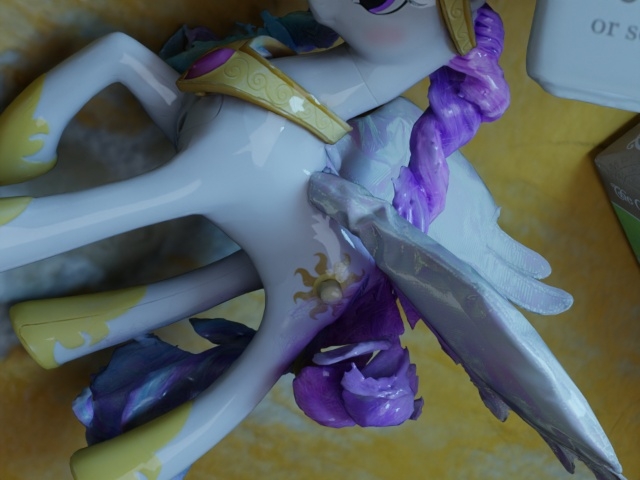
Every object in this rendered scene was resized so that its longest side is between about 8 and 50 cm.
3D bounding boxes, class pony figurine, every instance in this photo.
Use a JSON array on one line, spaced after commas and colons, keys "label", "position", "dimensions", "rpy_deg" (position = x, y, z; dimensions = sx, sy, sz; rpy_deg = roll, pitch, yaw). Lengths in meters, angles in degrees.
[{"label": "pony figurine", "position": [0.000, 0.000, 0.904], "dimensions": [0.363, 0.303, 0.351], "rpy_deg": [-29, 118, 6]}]

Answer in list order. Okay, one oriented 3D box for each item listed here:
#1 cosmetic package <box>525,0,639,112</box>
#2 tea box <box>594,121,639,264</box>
[{"label": "cosmetic package", "position": [0.306, -0.272, 0.782], "dimensions": [0.327, 0.329, 0.393], "rpy_deg": [12, 115, 10]}, {"label": "tea box", "position": [0.419, -0.004, 1.132], "dimensions": [0.329, 0.220, 0.323], "rpy_deg": [-38, 126, -7]}]
